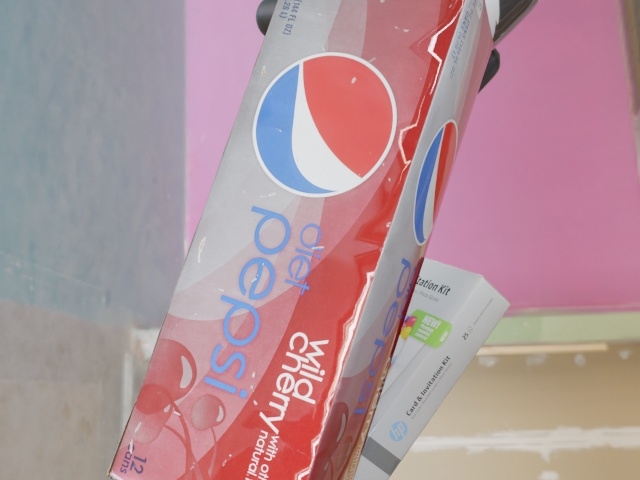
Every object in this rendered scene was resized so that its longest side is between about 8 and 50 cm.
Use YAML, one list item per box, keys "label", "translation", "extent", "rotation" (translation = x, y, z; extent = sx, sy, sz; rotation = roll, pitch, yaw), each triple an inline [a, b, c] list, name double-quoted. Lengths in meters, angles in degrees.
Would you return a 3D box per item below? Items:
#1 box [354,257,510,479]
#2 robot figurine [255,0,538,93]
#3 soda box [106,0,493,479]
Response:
- label: "box"
  translation: [0.033, 0.095, 0.551]
  extent: [0.038, 0.186, 0.145]
  rotation: [43, -10, -25]
- label: "robot figurine"
  translation: [0.076, -0.212, 0.607]
  extent: [0.278, 0.173, 0.209]
  rotation: [-45, 166, -27]
- label: "soda box"
  translation: [0.000, 0.000, 0.360]
  extent: [0.263, 0.092, 0.083]
  rotation: [-71, 160, -4]
